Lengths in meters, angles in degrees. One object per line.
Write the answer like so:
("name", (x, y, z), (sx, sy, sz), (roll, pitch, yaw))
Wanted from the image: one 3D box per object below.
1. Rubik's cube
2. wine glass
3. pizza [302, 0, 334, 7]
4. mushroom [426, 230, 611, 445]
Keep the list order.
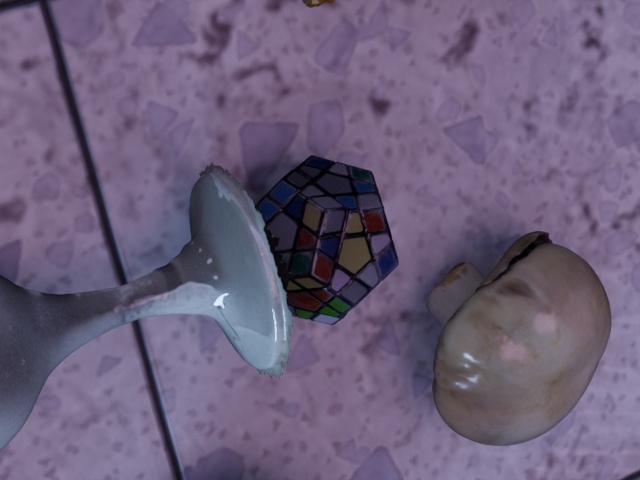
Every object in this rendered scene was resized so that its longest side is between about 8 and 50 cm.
("Rubik's cube", (0.000, 0.000, 0.896), (0.111, 0.111, 0.093), (-5, 127, -24))
("wine glass", (-0.180, 0.058, 0.803), (0.321, 0.143, 0.143), (-15, 109, -21))
("pizza", (0.012, -0.260, 0.846), (0.182, 0.074, 0.365), (-46, 118, -4))
("mushroom", (0.133, 0.068, 0.969), (0.154, 0.122, 0.154), (-43, 153, -30))
